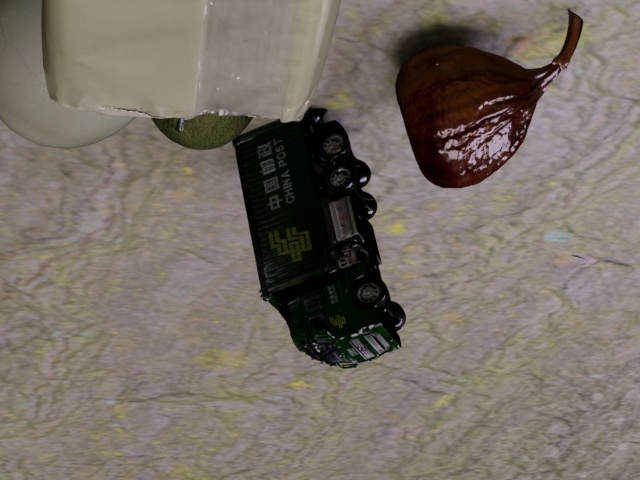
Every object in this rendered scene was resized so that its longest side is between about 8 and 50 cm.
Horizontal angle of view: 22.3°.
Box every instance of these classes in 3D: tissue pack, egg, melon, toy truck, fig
[{"bbox_3d":[-0.069,-0.296,1.022,0.207,0.297,0.380,6,146,-5],"label":"tissue pack"},{"bbox_3d":[-0.198,-0.168,1.354,0.151,0.151,0.209,13,134,-37],"label":"egg"},{"bbox_3d":[-0.104,-0.149,1.455,0.114,0.114,0.167,-5,149,-13],"label":"melon"},{"bbox_3d":[0.000,0.000,1.601,0.121,0.259,0.088,-21,149,13],"label":"toy truck"},{"bbox_3d":[0.174,-0.138,1.577,0.201,0.134,0.146,-21,159,-2],"label":"fig"}]

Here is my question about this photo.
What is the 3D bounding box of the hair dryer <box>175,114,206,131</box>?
[{"bbox_3d":[-0.088,-0.211,1.342,0.199,0.067,0.167,-46,131,-17],"label":"hair dryer"}]
